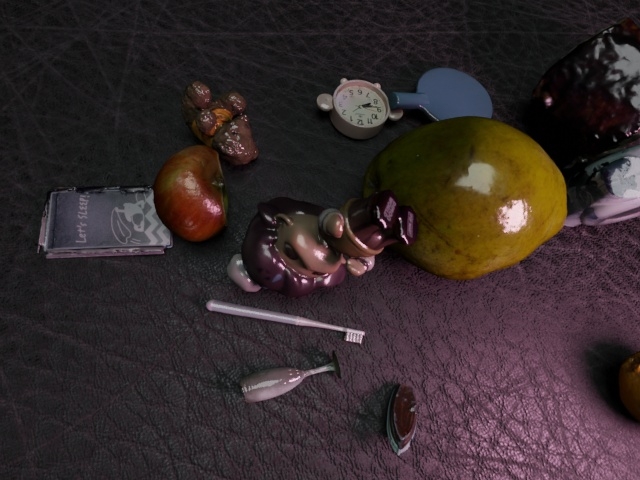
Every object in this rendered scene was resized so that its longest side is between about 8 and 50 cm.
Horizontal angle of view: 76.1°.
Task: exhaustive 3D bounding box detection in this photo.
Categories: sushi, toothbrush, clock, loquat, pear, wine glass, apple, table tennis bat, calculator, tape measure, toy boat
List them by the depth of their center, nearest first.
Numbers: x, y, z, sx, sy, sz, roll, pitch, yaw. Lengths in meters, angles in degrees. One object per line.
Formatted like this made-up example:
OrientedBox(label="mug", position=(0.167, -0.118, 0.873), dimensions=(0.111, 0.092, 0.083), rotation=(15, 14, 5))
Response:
OrientedBox(label="wine glass", position=(-0.060, 0.273, 0.818), dimensions=(0.198, 0.066, 0.066), rotation=(-11, 72, -12))
OrientedBox(label="toy boat", position=(0.162, 0.360, 0.820), dimensions=(0.059, 0.066, 0.140), rotation=(12, 40, 7))
OrientedBox(label="loquat", position=(0.747, 0.322, 0.849), dimensions=(0.234, 0.187, 0.176), rotation=(40, 58, -3))
OrientedBox(label="apple", position=(-0.264, -0.096, 0.856), dimensions=(0.160, 0.173, 0.195), rotation=(-6, 76, -28))
OrientedBox(label="pear", position=(0.300, -0.096, 0.873), dimensions=(0.414, 0.352, 0.351), rotation=(0, 70, 2))
OrientedBox(label="toothbrush", position=(-0.073, 0.172, 0.875), dimensions=(0.343, 0.025, 0.030), rotation=(14, 71, -4))
OrientedBox(label="calculator", position=(-0.465, -0.044, 0.897), dimensions=(0.274, 0.028, 0.165), rotation=(-1, 73, -7))
OrientedBox(label="tape measure", position=(0.729, -0.134, 0.977), dimensions=(0.275, 0.256, 0.147), rotation=(-12, 76, -8))
OrientedBox(label="sushi", position=(0.729, -0.366, 1.044), dimensions=(0.300, 0.281, 0.294), rotation=(-19, 76, -36))
OrientedBox(label="clock", position=(0.100, -0.342, 1.070), dimensions=(0.230, 0.063, 0.155), rotation=(4, 67, -11))
OrientedBox(label="table tennis bat", position=(0.329, -0.380, 1.103), dimensions=(0.329, 0.044, 0.215), rotation=(-11, 73, -24))

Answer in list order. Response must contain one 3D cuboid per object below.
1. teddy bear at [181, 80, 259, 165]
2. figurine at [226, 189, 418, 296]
OrientedBox(label="teddy bear", position=(-0.229, -0.259, 0.958), dimensions=(0.190, 0.177, 0.140), rotation=(50, 116, 11))
OrientedBox(label="figurine", position=(0.003, 0.019, 0.786), dimensions=(0.218, 0.365, 0.206), rotation=(14, 82, -40))
